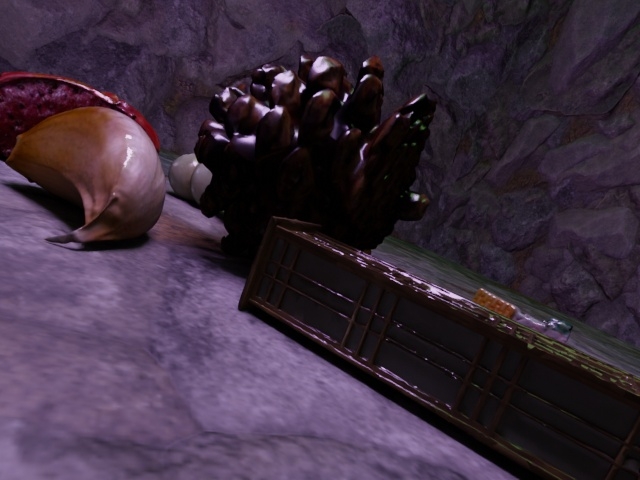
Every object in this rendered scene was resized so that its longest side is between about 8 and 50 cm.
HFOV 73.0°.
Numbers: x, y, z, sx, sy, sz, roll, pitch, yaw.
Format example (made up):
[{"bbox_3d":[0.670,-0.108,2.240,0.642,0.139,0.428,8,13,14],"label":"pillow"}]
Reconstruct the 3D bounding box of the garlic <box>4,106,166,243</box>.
[{"bbox_3d":[-0.215,-0.071,0.440,0.206,0.115,0.128,31,4,39],"label":"garlic"}]

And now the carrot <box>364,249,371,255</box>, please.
[{"bbox_3d":[0.000,0.000,0.708,0.173,0.082,0.082,31,10,32],"label":"carrot"}]

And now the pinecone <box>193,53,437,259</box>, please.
[{"bbox_3d":[-0.010,-0.092,0.537,0.295,0.242,0.298,1,-16,11],"label":"pinecone"}]

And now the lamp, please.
[{"bbox_3d":[0.091,0.080,0.324,0.325,0.090,0.089,24,8,27],"label":"lamp"}]

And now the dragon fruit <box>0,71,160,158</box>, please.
[{"bbox_3d":[-0.364,-0.167,0.644,0.262,0.134,0.211,18,4,-32],"label":"dragon fruit"}]

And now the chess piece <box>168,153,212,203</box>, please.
[{"bbox_3d":[-0.181,-0.103,0.809,0.243,0.133,0.133,20,5,26],"label":"chess piece"}]

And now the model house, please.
[{"bbox_3d":[0.208,0.109,0.479,0.100,0.088,0.100,27,5,31],"label":"model house"}]
